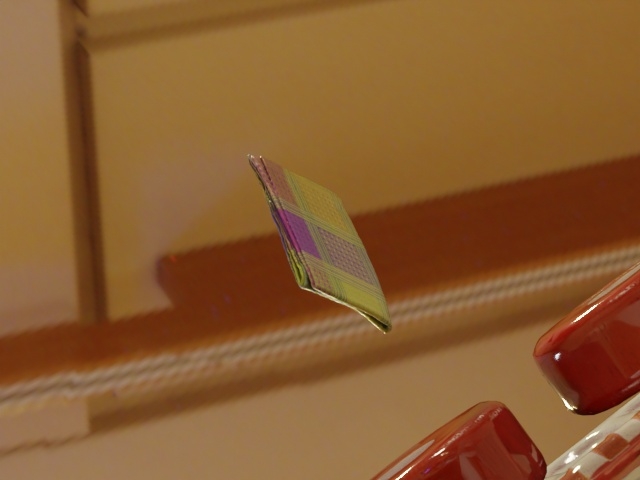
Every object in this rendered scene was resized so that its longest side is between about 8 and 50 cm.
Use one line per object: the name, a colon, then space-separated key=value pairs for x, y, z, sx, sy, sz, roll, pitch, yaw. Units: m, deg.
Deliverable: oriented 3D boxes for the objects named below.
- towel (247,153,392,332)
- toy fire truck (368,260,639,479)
towel: x=0.000 y=0.000 z=0.746 sx=0.009 sy=0.083 sz=0.060 roll=-42 pitch=-42 yaw=20
toy fire truck: x=0.108 y=0.138 z=0.760 sx=0.302 sy=0.254 sz=0.169 roll=-37 pitch=-94 yaw=-17
